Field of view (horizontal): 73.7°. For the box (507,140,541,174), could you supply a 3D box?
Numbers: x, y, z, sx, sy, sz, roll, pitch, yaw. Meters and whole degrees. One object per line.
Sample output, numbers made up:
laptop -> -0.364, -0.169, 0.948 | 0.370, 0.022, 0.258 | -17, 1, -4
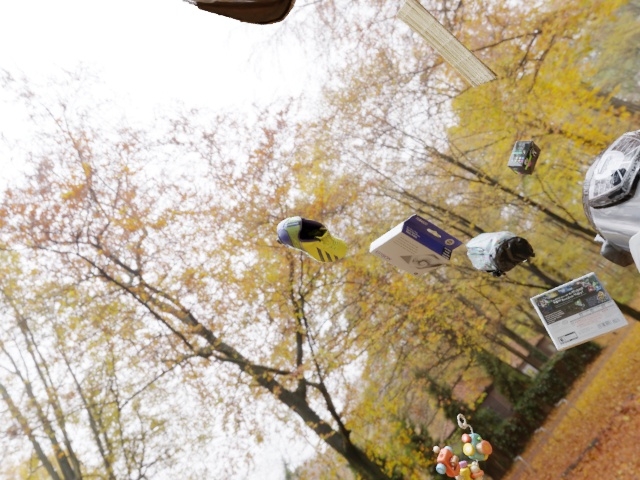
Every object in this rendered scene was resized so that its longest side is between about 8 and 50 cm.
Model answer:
box -> 0.606, -0.245, 1.270 | 0.062, 0.052, 0.083 | 25, -95, -35

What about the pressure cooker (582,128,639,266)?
pressure cooker -> 0.903, -0.116, 1.086 | 0.370, 0.375, 0.420 | -19, 7, 8

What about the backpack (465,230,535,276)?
backpack -> 0.543, 0.037, 1.328 | 0.152, 0.115, 0.182 | -22, 5, -14

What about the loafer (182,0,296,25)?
loafer -> -0.197, -0.447, 0.730 | 0.366, 0.130, 0.134 | 0, -40, -33

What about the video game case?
video game case -> 0.740, 0.205, 1.232 | 0.190, 0.173, 0.022 | -31, -42, 22

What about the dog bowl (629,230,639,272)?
dog bowl -> 0.651, -0.021, 0.609 | 0.349, 0.349, 0.102 | -48, -9, -4

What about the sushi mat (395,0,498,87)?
sushi mat -> 0.341, -0.536, 1.168 | 0.019, 0.316, 0.151 | -50, 6, 6

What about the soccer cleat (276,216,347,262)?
soccer cleat -> 0.000, 0.001, 1.260 | 0.121, 0.093, 0.289 | -19, -26, 38

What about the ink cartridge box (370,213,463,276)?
ink cartridge box -> 0.320, 0.026, 1.430 | 0.223, 0.045, 0.224 | 27, -40, -20

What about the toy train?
toy train -> 0.315, 0.457, 0.919 | 0.046, 0.125, 0.166 | -37, -3, 42
